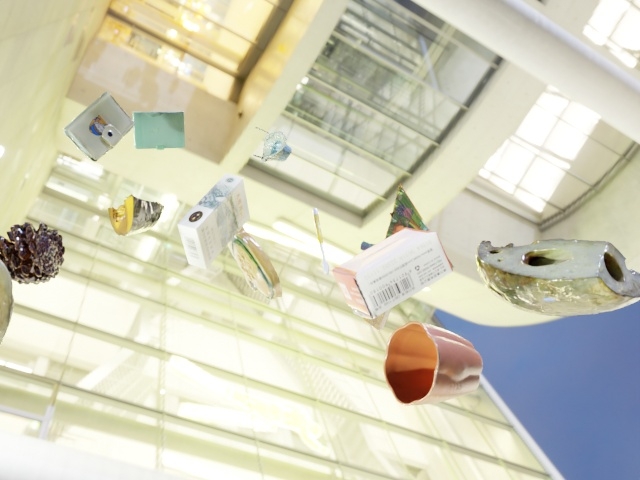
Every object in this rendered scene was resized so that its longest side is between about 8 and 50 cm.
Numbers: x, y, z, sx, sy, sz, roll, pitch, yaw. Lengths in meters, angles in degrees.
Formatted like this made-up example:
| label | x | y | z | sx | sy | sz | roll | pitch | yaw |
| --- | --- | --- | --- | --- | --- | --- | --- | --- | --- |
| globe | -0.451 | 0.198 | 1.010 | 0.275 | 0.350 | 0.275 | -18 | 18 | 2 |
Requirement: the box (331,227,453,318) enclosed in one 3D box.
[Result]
| label | x | y | z | sx | sy | sz | roll | pitch | yaw |
| --- | --- | --- | --- | --- | --- | --- | --- | --- | --- |
| box | 0.129 | 0.059 | 1.143 | 0.182 | 0.099 | 0.133 | -29 | -169 | -15 |

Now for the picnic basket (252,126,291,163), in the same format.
| label | x | y | z | sx | sy | sz | roll | pitch | yaw |
| --- | --- | --- | --- | --- | --- | --- | --- | --- | --- |
| picnic basket | -0.100 | -0.184 | 1.246 | 0.083 | 0.083 | 0.065 | -17 | -122 | 47 |

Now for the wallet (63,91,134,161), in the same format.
| label | x | y | z | sx | sy | sz | roll | pitch | yaw |
| --- | --- | --- | --- | --- | --- | --- | --- | --- | --- |
| wallet | -0.539 | -0.275 | 1.529 | 0.039 | 0.110 | 0.155 | -9 | -142 | 45 |

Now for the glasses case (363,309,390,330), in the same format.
| label | x | y | z | sx | sy | sz | roll | pitch | yaw |
| --- | --- | --- | --- | --- | --- | --- | --- | --- | --- |
| glasses case | 0.218 | 0.202 | 2.178 | 0.075 | 0.049 | 0.218 | 33 | -59 | 30 |

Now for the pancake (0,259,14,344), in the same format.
| label | x | y | z | sx | sy | sz | roll | pitch | yaw |
| --- | --- | --- | --- | --- | --- | --- | --- | --- | --- |
| pancake | -0.679 | 0.115 | 1.204 | 0.242 | 0.242 | 0.050 | -61 | 163 | 15 |

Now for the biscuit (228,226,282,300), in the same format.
| label | x | y | z | sx | sy | sz | roll | pitch | yaw |
| --- | --- | --- | --- | --- | --- | --- | --- | --- | --- |
| biscuit | -0.262 | 0.096 | 2.372 | 0.344 | 0.057 | 0.287 | 51 | -24 | 22 |

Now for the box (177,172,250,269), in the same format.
| label | x | y | z | sx | sy | sz | roll | pitch | yaw |
| --- | --- | --- | --- | --- | --- | --- | --- | --- | --- |
| box | -0.313 | -0.060 | 1.879 | 0.256 | 0.069 | 0.164 | -55 | 152 | -39 |

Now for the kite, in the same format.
| label | x | y | z | sx | sy | sz | roll | pitch | yaw |
| --- | --- | --- | --- | --- | --- | --- | --- | --- | --- |
| kite | 0.213 | 0.028 | 1.524 | 0.016 | 0.234 | 0.321 | 50 | 55 | -78 |

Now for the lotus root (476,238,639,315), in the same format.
| label | x | y | z | sx | sy | sz | roll | pitch | yaw |
| --- | --- | --- | --- | --- | --- | --- | --- | --- | --- |
| lotus root | 0.457 | 0.091 | 1.238 | 0.314 | 0.210 | 0.142 | -12 | -145 | 50 |

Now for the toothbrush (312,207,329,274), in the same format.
| label | x | y | z | sx | sy | sz | roll | pitch | yaw |
| --- | --- | --- | --- | --- | --- | --- | --- | --- | --- |
| toothbrush | 0.000 | 0.000 | 2.137 | 0.024 | 0.021 | 0.288 | 100 | -16 | -49 |

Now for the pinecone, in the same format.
| label | x | y | z | sx | sy | sz | roll | pitch | yaw |
| --- | --- | --- | --- | --- | --- | --- | --- | --- | --- |
| pinecone | -0.741 | 0.035 | 1.557 | 0.163 | 0.165 | 0.163 | -9 | 90 | -80 |

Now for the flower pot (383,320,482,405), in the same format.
| label | x | y | z | sx | sy | sz | roll | pitch | yaw |
| --- | --- | --- | --- | --- | --- | --- | --- | --- | --- |
| flower pot | 0.265 | 0.285 | 1.433 | 0.190 | 0.173 | 0.191 | -22 | -117 | 53 |

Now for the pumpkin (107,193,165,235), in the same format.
| label | x | y | z | sx | sy | sz | roll | pitch | yaw |
| --- | --- | --- | --- | --- | --- | --- | --- | --- | --- |
| pumpkin | -0.557 | -0.071 | 1.978 | 0.278 | 0.163 | 0.111 | -13 | -97 | 56 |

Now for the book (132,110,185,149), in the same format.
| label | x | y | z | sx | sy | sz | roll | pitch | yaw |
| --- | --- | --- | --- | --- | --- | --- | --- | --- | --- |
| book | -0.432 | -0.293 | 1.676 | 0.017 | 0.135 | 0.103 | 26 | -62 | 60 |
